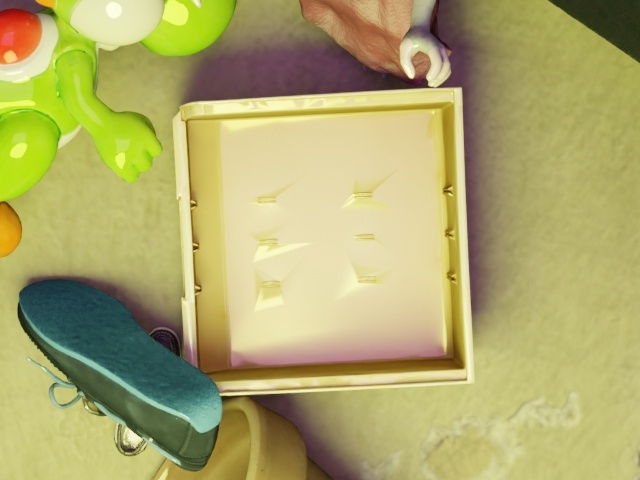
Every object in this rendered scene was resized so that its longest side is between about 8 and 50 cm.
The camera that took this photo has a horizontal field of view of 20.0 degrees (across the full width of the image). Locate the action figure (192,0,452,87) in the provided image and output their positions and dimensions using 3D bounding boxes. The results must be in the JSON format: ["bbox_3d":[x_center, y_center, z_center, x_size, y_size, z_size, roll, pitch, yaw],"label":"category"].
[{"bbox_3d":[0.047,-0.269,1.508,0.248,0.370,0.276,26,81,9],"label":"action figure"}]

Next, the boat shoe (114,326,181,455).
[{"bbox_3d":[-0.163,0.142,1.703,0.046,0.038,0.125,22,91,-1],"label":"boat shoe"}]

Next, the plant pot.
[{"bbox_3d":[-0.035,0.303,1.627,0.229,0.263,0.263,30,91,-20],"label":"plant pot"}]

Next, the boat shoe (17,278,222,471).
[{"bbox_3d":[-0.193,0.125,1.632,0.109,0.258,0.089,-19,130,-32],"label":"boat shoe"}]

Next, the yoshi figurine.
[{"bbox_3d":[-0.202,-0.154,1.618,0.203,0.203,0.362,41,103,-1],"label":"yoshi figurine"}]

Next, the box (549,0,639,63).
[{"bbox_3d":[0.443,-0.316,1.396,0.480,0.297,0.471,39,55,24],"label":"box"}]

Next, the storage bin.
[{"bbox_3d":[0.000,0.000,1.659,0.260,0.123,0.262,-3,92,-1],"label":"storage bin"}]
